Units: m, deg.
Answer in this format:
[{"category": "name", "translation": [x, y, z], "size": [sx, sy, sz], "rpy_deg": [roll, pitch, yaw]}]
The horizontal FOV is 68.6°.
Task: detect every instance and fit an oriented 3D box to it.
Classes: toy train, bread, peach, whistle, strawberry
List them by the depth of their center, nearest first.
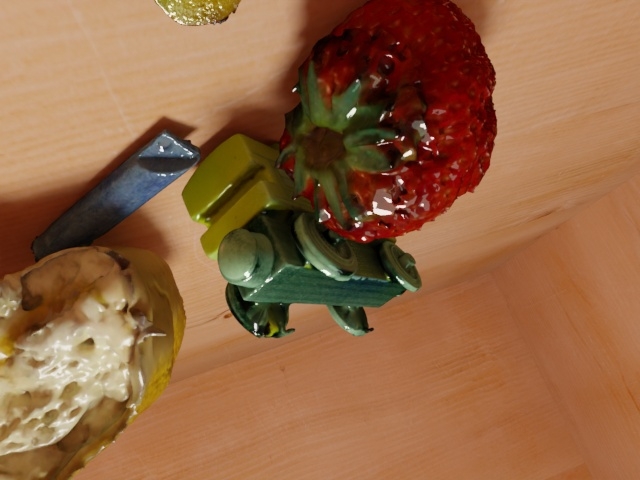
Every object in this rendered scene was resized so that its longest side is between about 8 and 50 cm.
[{"category": "peach", "translation": [-0.101, -0.221, 0.360], "size": [0.098, 0.061, 0.098], "rpy_deg": [-20, 141, -17]}, {"category": "strawberry", "translation": [0.103, -0.138, 0.555], "size": [0.288, 0.239, 0.250], "rpy_deg": [-20, 169, -37]}, {"category": "whistle", "translation": [-0.288, -0.051, 0.641], "size": [0.304, 0.062, 0.062], "rpy_deg": [-30, 160, 24]}, {"category": "bread", "translation": [-0.358, 0.187, 0.729], "size": [0.361, 0.250, 0.394], "rpy_deg": [-37, 177, -5]}, {"category": "toy train", "translation": [-0.010, -0.002, 0.738], "size": [0.179, 0.272, 0.442], "rpy_deg": [-40, 152, 22]}]
